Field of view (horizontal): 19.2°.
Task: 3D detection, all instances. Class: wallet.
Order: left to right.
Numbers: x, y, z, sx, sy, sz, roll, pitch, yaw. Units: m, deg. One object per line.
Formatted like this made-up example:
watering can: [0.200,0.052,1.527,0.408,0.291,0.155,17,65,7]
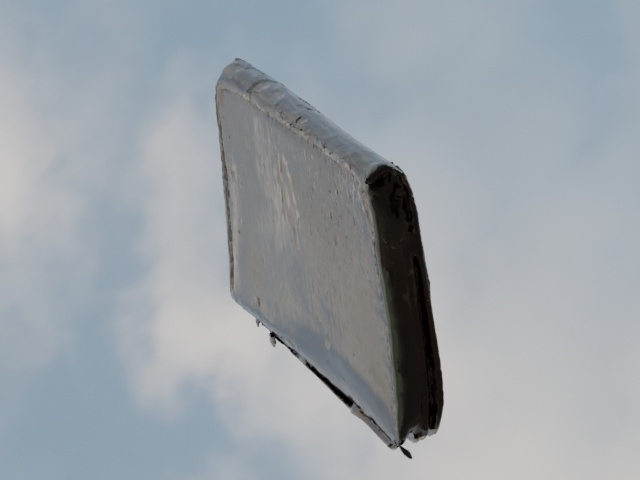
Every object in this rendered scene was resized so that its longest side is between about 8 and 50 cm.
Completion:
wallet: [0.000,0.000,0.804,0.031,0.232,0.122,-12,-72,-16]
